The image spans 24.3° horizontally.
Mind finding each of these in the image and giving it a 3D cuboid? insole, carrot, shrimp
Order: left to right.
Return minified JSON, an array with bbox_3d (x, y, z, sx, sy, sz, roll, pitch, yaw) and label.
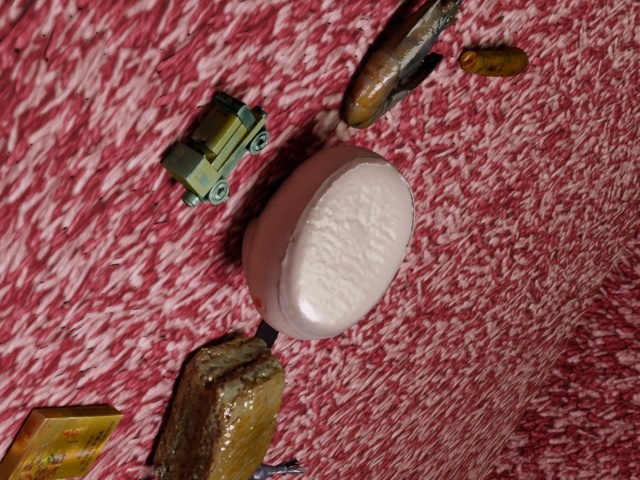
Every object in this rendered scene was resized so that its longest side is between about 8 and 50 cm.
[{"bbox_3d":[-0.081,0.149,1.914,0.064,0.004,0.188,-21,141,-56],"label":"insole"},{"bbox_3d":[0.106,-0.214,1.721,0.217,0.051,0.150,-49,163,6],"label":"shrimp"},{"bbox_3d":[0.230,-0.236,1.962,0.170,0.042,0.042,-10,132,-60],"label":"carrot"}]

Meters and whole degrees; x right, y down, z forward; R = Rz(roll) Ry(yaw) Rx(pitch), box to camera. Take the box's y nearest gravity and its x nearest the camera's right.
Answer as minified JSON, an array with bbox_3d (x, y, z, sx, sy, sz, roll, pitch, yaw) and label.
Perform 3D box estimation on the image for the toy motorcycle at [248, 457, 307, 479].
[{"bbox_3d":[-0.154,0.388,1.952,0.212,0.125,0.358,-63,159,14],"label":"toy motorcycle"}]

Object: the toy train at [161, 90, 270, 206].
[{"bbox_3d":[-0.101,-0.090,1.454,0.122,0.050,0.081,-53,149,-8],"label":"toy train"}]

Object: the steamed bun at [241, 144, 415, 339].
[{"bbox_3d":[0.000,0.000,1.671,0.177,0.131,0.228,35,79,-40],"label":"steamed bun"}]

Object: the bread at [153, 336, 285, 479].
[{"bbox_3d":[-0.119,0.219,1.805,0.138,0.102,0.196,-30,146,-54],"label":"bread"}]

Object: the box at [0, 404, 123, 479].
[{"bbox_3d":[-0.274,0.215,1.568,0.089,0.022,0.156,-58,159,7],"label":"box"}]
